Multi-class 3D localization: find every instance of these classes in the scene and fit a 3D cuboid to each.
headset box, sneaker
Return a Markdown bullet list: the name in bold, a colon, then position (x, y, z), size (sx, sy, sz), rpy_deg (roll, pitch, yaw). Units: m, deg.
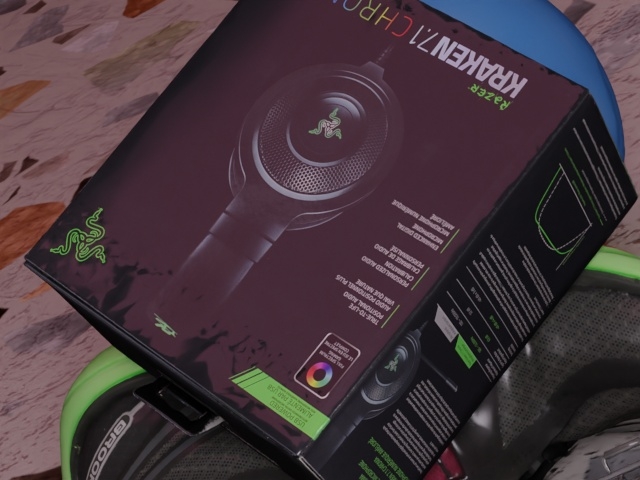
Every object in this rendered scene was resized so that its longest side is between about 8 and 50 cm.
- **headset box**: position (0.000, 0.000, 1.151), size (0.246, 0.131, 0.283), rpy_deg (33, 79, 34)
- **sneaker**: position (0.065, 0.138, 1.235), size (0.483, 0.185, 0.202), rpy_deg (-15, 58, 17)

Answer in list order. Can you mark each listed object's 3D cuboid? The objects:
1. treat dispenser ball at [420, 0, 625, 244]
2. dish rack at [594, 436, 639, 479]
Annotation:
- **treat dispenser ball**: position (0.078, -0.059, 1.406), size (0.288, 0.288, 0.288), rpy_deg (-22, 25, 11)
- **dish rack**: position (0.147, 0.171, 1.045), size (0.271, 0.074, 0.208), rpy_deg (-26, -19, 20)
